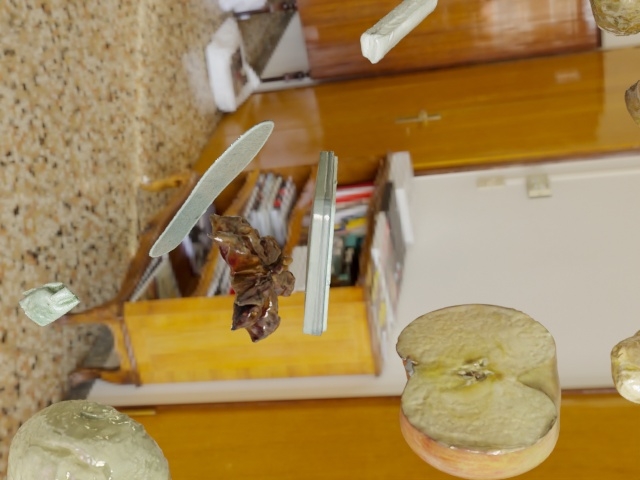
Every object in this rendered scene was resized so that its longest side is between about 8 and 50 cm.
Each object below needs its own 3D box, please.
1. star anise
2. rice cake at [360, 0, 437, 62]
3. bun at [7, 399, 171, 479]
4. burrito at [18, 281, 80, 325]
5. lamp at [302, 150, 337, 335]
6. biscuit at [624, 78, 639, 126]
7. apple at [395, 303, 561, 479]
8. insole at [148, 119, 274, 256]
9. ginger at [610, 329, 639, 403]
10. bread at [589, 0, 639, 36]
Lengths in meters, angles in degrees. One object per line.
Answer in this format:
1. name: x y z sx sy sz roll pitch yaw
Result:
1. star anise: -0.094 0.052 1.254 0.212 0.111 0.196 -112 -173 -48
2. rice cake: 0.148 -0.401 1.562 0.256 0.052 0.057 -48 145 -41
3. bun: -0.314 0.334 1.145 0.153 0.244 0.243 -60 144 -55
4. burrito: -0.510 0.113 1.610 0.074 0.118 0.044 58 30 -11
5. lamp: 0.000 0.000 1.560 0.269 0.047 0.266 -85 179 -63
6. biscuit: 0.753 -0.239 1.680 0.070 0.351 0.394 125 -25 -64
7. apple: 0.240 0.253 1.315 0.293 0.251 0.163 -72 159 -50
8. insole: -0.131 -0.056 0.999 0.003 0.232 0.080 49 25 14
9. ginger: 0.657 0.236 1.425 0.348 0.363 0.122 -45 173 -37
10. bread: 0.385 -0.379 1.091 0.230 0.123 0.230 49 30 -42
